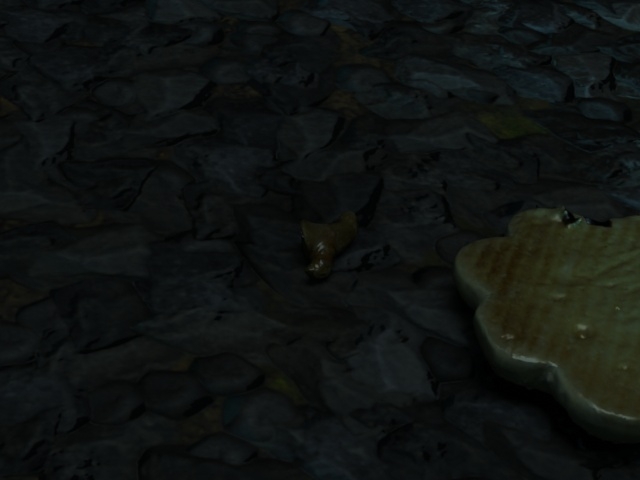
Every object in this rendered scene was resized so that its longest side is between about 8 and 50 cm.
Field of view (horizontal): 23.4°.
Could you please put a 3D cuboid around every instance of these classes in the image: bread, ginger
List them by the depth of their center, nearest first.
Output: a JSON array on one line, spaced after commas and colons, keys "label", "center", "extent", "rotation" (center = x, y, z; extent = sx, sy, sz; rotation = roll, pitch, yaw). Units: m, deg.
[{"label": "bread", "center": [0.263, 0.068, 1.284], "extent": [0.316, 0.054, 0.316], "rotation": [7, 34, -4]}, {"label": "ginger", "center": [-0.001, 0.000, 1.342], "extent": [0.048, 0.030, 0.097], "rotation": [41, 40, -4]}]
